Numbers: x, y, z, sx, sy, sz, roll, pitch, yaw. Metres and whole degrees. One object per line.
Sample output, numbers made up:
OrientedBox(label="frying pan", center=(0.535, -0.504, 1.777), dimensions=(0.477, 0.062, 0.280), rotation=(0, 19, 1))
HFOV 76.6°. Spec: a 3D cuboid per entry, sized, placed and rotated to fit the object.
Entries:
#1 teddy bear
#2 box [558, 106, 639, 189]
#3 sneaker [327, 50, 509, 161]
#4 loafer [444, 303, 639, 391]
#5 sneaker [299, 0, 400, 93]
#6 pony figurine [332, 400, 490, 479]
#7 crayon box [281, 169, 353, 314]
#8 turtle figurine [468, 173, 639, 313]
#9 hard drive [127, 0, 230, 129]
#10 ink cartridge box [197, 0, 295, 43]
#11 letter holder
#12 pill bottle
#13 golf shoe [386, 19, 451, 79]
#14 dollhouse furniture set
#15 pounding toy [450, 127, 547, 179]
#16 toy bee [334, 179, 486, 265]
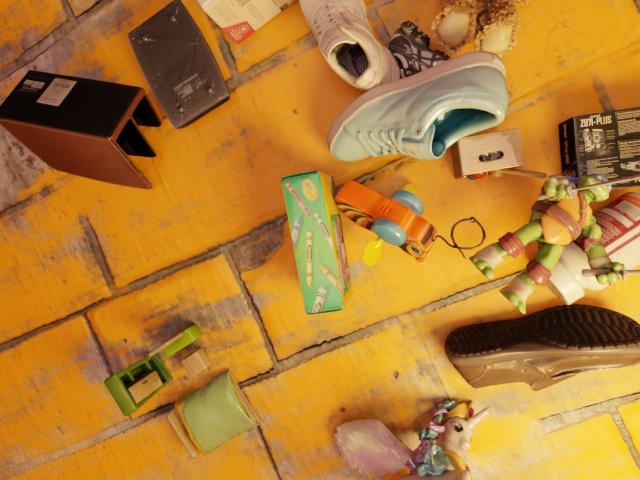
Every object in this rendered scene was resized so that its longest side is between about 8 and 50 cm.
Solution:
OrientedBox(label="teddy bear", center=(0.309, -0.518, 0.779), dimensions=(0.245, 0.113, 0.337), rotation=(-8, 94, 2))
OrientedBox(label="box", center=(0.571, -0.172, 0.775), dimensions=(0.180, 0.077, 0.147), rotation=(-6, 94, 12))
OrientedBox(label="sneaker", center=(0.163, -0.213, 0.766), dimensions=(0.366, 0.135, 0.150), rotation=(-20, 53, 35))
OrientedBox(label="loafer", center=(0.448, 0.226, 0.823), dimensions=(0.366, 0.134, 0.130), rotation=(-11, 116, 22))
OrientedBox(label="sneaker", center=(0.043, -0.423, 0.812), dimensions=(0.114, 0.152, 0.305), rotation=(-42, 77, 33))
OrientedBox(label="pony figurine", center=(0.192, 0.502, 0.806), dimensions=(0.303, 0.363, 0.351), rotation=(48, 117, -3))
OrientedBox(label="crayon box", center=(0.000, 0.000, 0.860), dimensions=(0.081, 0.165, 0.278), rotation=(-9, 92, 12))
OrientedBox(label="turtle figurine", center=(0.406, 0.001, 0.665), dimensions=(0.266, 0.198, 0.274), rotation=(-44, 41, 11))
OrientedBox(label="hard drive", center=(-0.325, -0.406, 0.949), dimensions=(0.172, 0.054, 0.254), rotation=(-28, 89, 12))
OrientedBox(label="ink cartridge box", center=(-0.135, -0.548, 0.838), dimensions=(0.237, 0.172, 0.100), rotation=(-31, 87, 12))
OrientedBox(label="letter holder", center=(-0.542, -0.255, 0.972), dimensions=(0.302, 0.214, 0.152), rotation=(12, 65, 11))
OrientedBox(label="pill bottle", center=(0.535, 0.019, 0.776), dimensions=(0.221, 0.121, 0.121), rotation=(-39, 87, 13))
OrientedBox(label="golf shoe", center=(0.221, -0.358, 0.842), dimensions=(0.198, 0.077, 0.094), rotation=(46, 117, 8))
OrientedBox(label="dollhouse furniture set", center=(-0.318, 0.386, 0.963), dimensions=(0.198, 0.151, 0.301), rotation=(-34, 88, 12))
OrientedBox(label="pounding toy", center=(0.342, -0.157, 0.796), dimensions=(0.141, 0.130, 0.100), rotation=(-8, 93, 12))
OrientedBox(label="toy bee", center=(0.168, -0.012, 0.841), dimensions=(0.195, 0.162, 0.298), rotation=(-37, 56, -5))
